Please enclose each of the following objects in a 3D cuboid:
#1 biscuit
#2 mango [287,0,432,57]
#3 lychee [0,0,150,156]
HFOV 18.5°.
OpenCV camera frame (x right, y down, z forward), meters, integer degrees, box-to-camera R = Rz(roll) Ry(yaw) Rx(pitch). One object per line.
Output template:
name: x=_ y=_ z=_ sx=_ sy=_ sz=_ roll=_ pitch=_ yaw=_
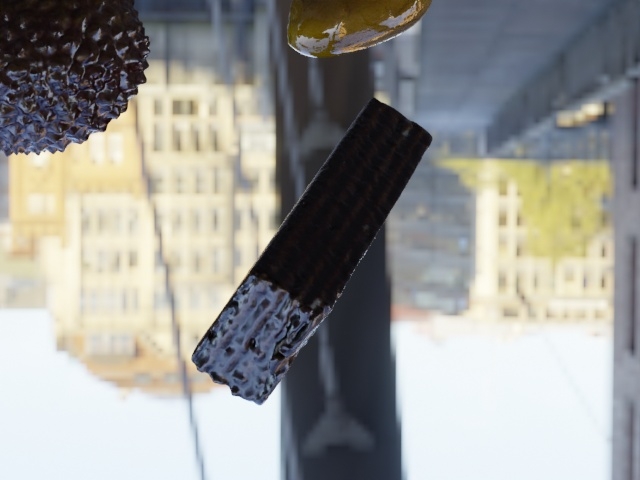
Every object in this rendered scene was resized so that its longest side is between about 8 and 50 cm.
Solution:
biscuit: x=0.000 y=0.000 z=1.625 sx=0.073 sy=0.107 sz=0.388 roll=34 pitch=-150 yaw=-1
mango: x=0.027 y=-0.164 z=1.356 sx=0.114 sy=0.060 sz=0.080 roll=-24 pitch=-147 yaw=-21
lychee: x=-0.235 y=-0.150 z=1.562 sx=0.188 sy=0.188 sz=0.188 roll=0 pitch=-177 yaw=0
